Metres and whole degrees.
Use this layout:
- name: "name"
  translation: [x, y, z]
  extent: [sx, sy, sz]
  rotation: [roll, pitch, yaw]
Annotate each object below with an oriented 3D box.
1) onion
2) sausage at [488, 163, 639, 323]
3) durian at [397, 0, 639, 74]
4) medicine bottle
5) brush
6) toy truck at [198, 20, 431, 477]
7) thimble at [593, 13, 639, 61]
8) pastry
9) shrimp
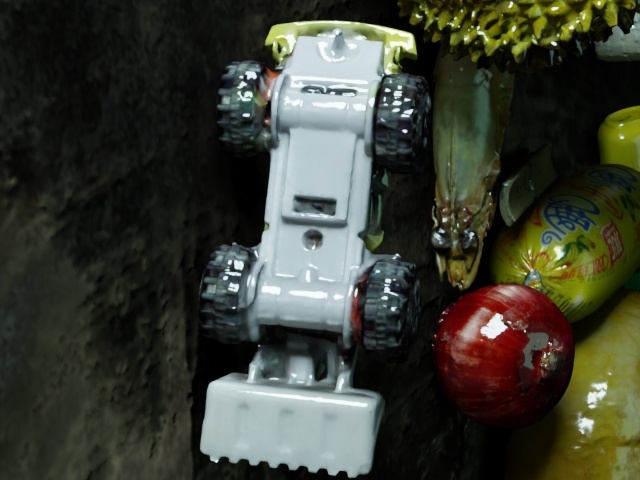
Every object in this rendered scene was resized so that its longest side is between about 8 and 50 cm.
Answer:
- name: "onion"
  translation: [0.159, 0.099, 1.007]
  extent: [0.131, 0.131, 0.131]
  rotation: [-1, 91, -60]
- name: "sausage"
  translation: [0.266, -0.001, 1.182]
  extent: [0.347, 0.123, 0.123]
  rotation: [-27, 114, -58]
- name: "durian"
  translation: [0.174, -0.269, 0.868]
  extent: [0.258, 0.293, 0.258]
  rotation: [42, 33, -35]
- name: "medicine bottle"
  translation: [0.403, -0.013, 1.465]
  extent: [0.111, 0.076, 0.308]
  rotation: [-34, 120, -46]
- name: "brush"
  translation: [0.192, -0.055, 1.104]
  extent: [0.248, 0.036, 0.043]
  rotation: [-35, 111, -67]
- name: "toy truck"
  translation: [0.000, 0.000, 0.727]
  extent: [0.111, 0.136, 0.285]
  rotation: [49, 47, -76]
- name: "thimble"
  translation: [0.383, -0.272, 1.416]
  extent: [0.115, 0.090, 0.102]
  rotation: [-43, 130, -53]
- name: "pastry"
  translation: [0.304, 0.222, 1.222]
  extent: [0.356, 0.164, 0.355]
  rotation: [-7, 98, -55]
- name: "shrimp"
  translation: [0.136, -0.087, 1.029]
  extent: [0.145, 0.061, 0.267]
  rotation: [29, 63, -67]
